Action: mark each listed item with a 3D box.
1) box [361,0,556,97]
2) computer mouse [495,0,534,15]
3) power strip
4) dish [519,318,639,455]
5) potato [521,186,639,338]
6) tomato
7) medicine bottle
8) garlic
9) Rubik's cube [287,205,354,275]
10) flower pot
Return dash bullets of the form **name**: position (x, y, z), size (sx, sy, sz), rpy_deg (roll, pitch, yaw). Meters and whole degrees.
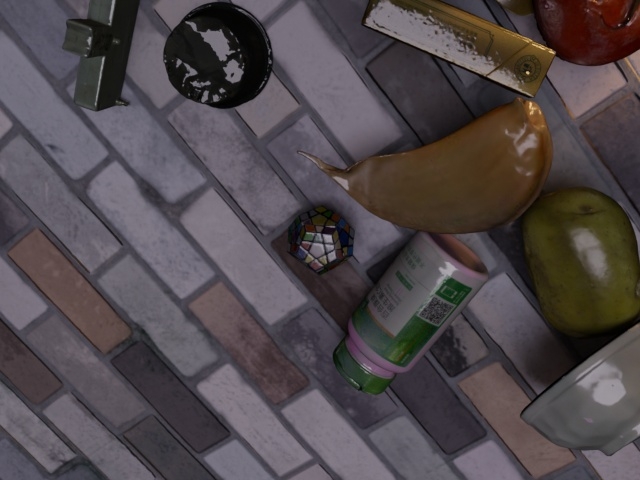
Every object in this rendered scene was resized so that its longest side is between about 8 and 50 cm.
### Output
- **box**: position (0.177, -0.273, 0.835), size (0.240, 0.159, 0.071), rpy_deg (23, 109, 0)
- **computer mouse**: position (0.232, -0.389, 0.834), size (0.199, 0.045, 0.102), rpy_deg (41, 103, -1)
- **power strip**: position (-0.309, -0.289, 0.896), size (0.061, 0.145, 0.215), rpy_deg (19, 112, 1)
- **dish**: position (0.441, 0.226, 0.922), size (0.303, 0.303, 0.120), rpy_deg (-46, 61, 19)
- **potato**: position (0.380, 0.033, 0.911), size (0.149, 0.197, 0.228), rpy_deg (-23, 90, -17)
- **tomato**: position (0.378, -0.337, 0.790), size (0.228, 0.101, 0.227), rpy_deg (-2, 107, -8)
- **medicine bottle**: position (0.134, 0.117, 0.999), size (0.133, 0.133, 0.274), rpy_deg (32, 110, -5)
- **garlic**: position (0.161, -0.107, 0.899), size (0.339, 0.151, 0.196), rpy_deg (-8, 137, 30)
- **Rubik's cube**: position (0.000, 0.000, 0.992), size (0.111, 0.093, 0.111), rpy_deg (3, 112, 6)
- **flower pot**: position (-0.157, -0.264, 0.908), size (0.158, 0.107, 0.157), rpy_deg (3, 110, 8)
